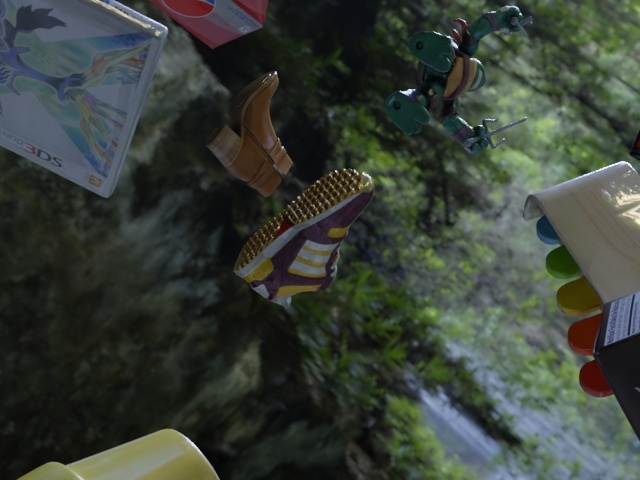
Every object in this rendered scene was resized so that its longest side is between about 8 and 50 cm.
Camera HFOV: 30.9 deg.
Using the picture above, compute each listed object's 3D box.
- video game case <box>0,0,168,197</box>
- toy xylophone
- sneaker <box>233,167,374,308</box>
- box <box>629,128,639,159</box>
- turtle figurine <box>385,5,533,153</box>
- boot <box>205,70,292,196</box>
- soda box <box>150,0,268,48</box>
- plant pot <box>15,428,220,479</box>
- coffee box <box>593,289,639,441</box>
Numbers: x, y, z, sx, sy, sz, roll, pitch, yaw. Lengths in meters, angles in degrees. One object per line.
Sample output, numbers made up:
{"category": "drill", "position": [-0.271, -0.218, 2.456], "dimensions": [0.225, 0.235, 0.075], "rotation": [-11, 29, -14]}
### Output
{"category": "video game case", "position": [-0.386, -0.232, 1.591], "dimensions": [0.329, 0.300, 0.036], "rotation": [-61, 4, 46]}
{"category": "toy xylophone", "position": [0.358, 0.027, 1.238], "dimensions": [0.236, 0.323, 0.081], "rotation": [-14, -41, 0]}
{"category": "sneaker", "position": [0.000, 0.000, 1.159], "dimensions": [0.185, 0.084, 0.069], "rotation": [-34, 25, 34]}
{"category": "box", "position": [0.289, -0.136, 0.762], "dimensions": [0.036, 0.114, 0.207], "rotation": [19, -85, -26]}
{"category": "turtle figurine", "position": [0.165, -0.191, 1.367], "dimensions": [0.234, 0.118, 0.175], "rotation": [-16, -67, -56]}
{"category": "boot", "position": [-0.100, -0.190, 2.071], "dimensions": [0.152, 0.073, 0.197], "rotation": [42, -105, -23]}
{"category": "soda box", "position": [-0.175, -0.330, 1.315], "dimensions": [0.263, 0.092, 0.083], "rotation": [33, -126, -40]}
{"category": "plant pot", "position": [-0.259, 0.376, 1.515], "dimensions": [0.239, 0.254, 0.254], "rotation": [-31, -31, -32]}
{"category": "coffee box", "position": [0.409, 0.090, 0.998], "dimensions": [0.297, 0.168, 0.119], "rotation": [-27, 9, 25]}
